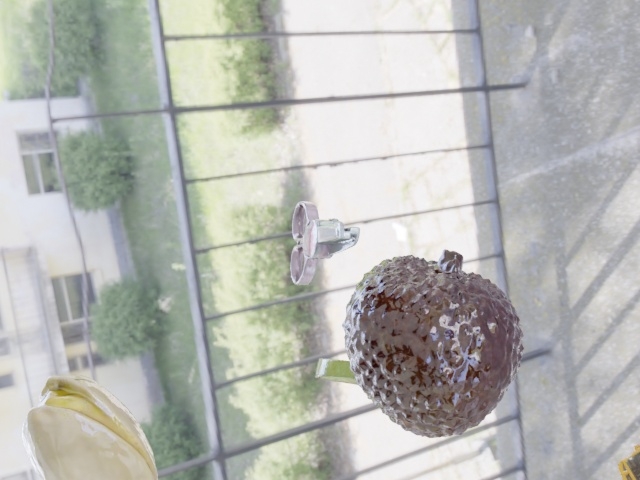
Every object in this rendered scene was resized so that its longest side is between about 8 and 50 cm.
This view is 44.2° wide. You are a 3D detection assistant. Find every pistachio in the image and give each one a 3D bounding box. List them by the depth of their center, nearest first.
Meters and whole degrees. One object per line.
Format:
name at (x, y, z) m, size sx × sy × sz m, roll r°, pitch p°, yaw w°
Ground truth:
pistachio at (-0.245, 0.232, 0.870) m, size 0.145 × 0.117 × 0.200 m, roll 0°, pitch 118°, yaw 17°

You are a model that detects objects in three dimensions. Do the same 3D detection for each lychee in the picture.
lychee at (0.155, 0.140, 1.095) m, size 0.260 × 0.261 × 0.260 m, roll 26°, pitch 121°, yaw 54°

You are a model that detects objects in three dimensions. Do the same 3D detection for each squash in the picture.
squash at (0.118, 0.275, 1.616) m, size 0.252 × 0.252 × 0.049 m, roll -14°, pitch 65°, yaw 60°

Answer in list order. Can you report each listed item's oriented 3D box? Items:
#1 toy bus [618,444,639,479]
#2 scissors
toy bus at (0.350, 0.250, 0.804) m, size 0.162 × 0.074 × 0.069 m, roll 56°, pitch -169°, yaw -51°
scissors at (0.000, 0.000, 1.027) m, size 0.242 × 0.031 × 0.118 m, roll 172°, pitch 102°, yaw -72°
